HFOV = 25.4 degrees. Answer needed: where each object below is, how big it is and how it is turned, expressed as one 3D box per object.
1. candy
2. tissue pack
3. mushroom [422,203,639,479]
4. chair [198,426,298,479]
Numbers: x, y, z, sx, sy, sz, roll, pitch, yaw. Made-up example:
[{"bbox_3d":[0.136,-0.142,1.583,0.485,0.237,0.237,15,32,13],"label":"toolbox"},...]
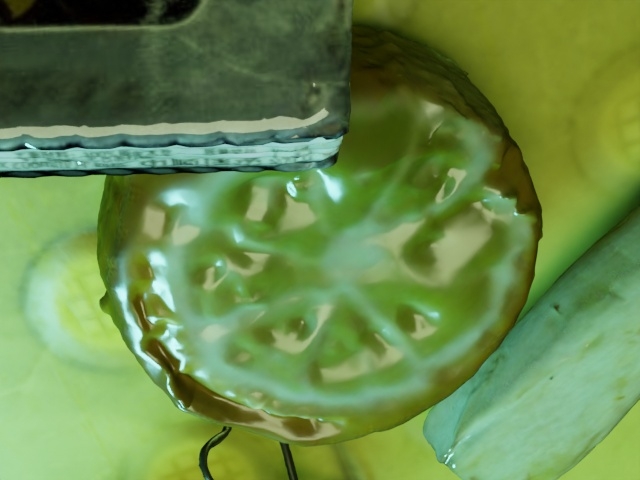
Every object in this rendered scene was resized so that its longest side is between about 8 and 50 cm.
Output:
[{"bbox_3d":[0.000,0.000,0.818,0.260,0.118,0.260,-3,122,-5],"label":"candy"},{"bbox_3d":[-0.166,-0.157,0.661,0.361,0.122,0.259,-1,87,-2],"label":"tissue pack"},{"bbox_3d":[0.192,0.048,0.884,0.100,0.081,0.312,34,114,-15],"label":"mushroom"},{"bbox_3d":[-0.118,0.278,0.969,0.160,0.170,0.325,43,66,-21],"label":"chair"}]
